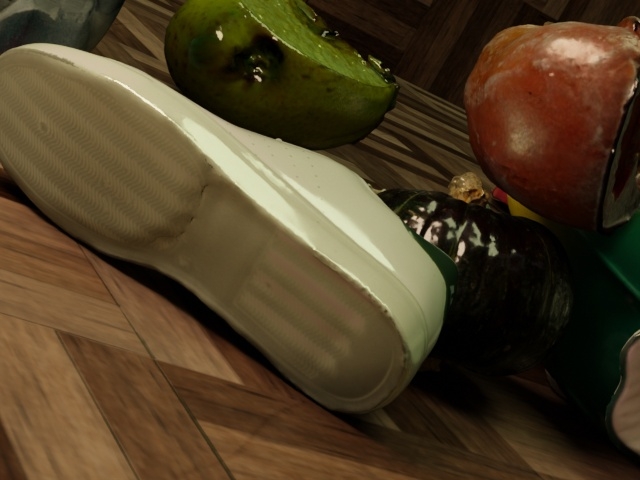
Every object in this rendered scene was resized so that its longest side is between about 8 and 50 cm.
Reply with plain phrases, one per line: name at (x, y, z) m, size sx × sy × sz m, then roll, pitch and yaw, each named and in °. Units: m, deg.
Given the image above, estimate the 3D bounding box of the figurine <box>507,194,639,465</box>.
figurine at (0.300, 0.071, 1.192) m, size 0.324 × 0.231 × 0.340 m, roll 42°, pitch 8°, yaw -17°

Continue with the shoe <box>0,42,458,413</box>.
shoe at (-0.059, -0.033, 0.952) m, size 0.363 × 0.131 × 0.160 m, roll 36°, pitch 30°, yaw 13°

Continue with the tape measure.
tape measure at (-0.266, -0.294, 1.310) m, size 0.147 × 0.256 × 0.275 m, roll 18°, pitch 21°, yaw -31°

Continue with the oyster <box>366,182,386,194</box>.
oyster at (0.067, -0.014, 1.382) m, size 0.133 × 0.072 × 0.209 m, roll 22°, pitch 10°, yaw 28°

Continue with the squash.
squash at (0.105, 0.031, 1.079) m, size 0.193 × 0.156 × 0.193 m, roll 37°, pitch 5°, yaw -4°

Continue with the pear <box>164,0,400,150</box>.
pear at (-0.061, -0.198, 1.652) m, size 0.238 × 0.164 × 0.255 m, roll 43°, pitch 20°, yaw 13°

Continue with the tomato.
tomato at (0.196, -0.108, 1.084) m, size 0.155 × 0.180 × 0.214 m, roll 16°, pitch 10°, yaw 22°

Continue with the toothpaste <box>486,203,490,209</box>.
toothpaste at (0.181, -0.003, 1.593) m, size 0.044 × 0.070 × 0.193 m, roll 27°, pitch 12°, yaw -22°

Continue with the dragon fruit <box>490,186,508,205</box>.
dragon fruit at (0.392, -0.063, 2.204) m, size 0.274 × 0.126 × 0.161 m, roll 37°, pitch 13°, yaw 34°
